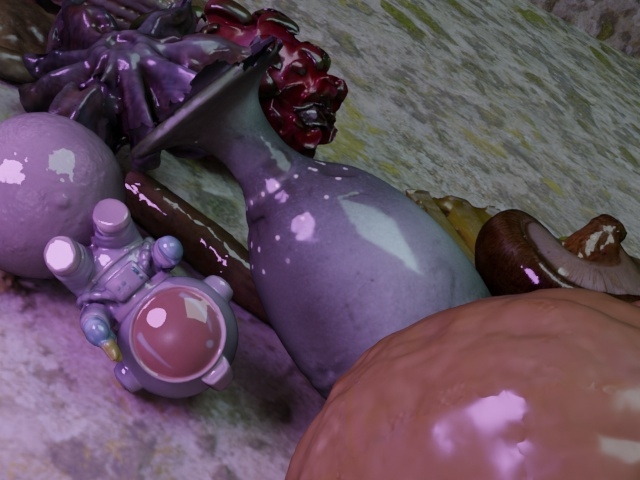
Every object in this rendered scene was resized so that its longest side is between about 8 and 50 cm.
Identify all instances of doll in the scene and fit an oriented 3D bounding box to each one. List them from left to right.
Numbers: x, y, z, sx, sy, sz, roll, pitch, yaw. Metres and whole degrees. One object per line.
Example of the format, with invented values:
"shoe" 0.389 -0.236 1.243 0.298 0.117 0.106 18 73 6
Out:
"doll" -0.180 0.022 0.783 0.287 0.151 0.151 45 29 5

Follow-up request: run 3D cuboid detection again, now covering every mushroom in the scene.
"mushroom" 0.273 0.059 1.030 0.231 0.138 0.194 27 40 9

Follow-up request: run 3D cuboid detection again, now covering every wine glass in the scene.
"wine glass" 0.000 -0.002 0.824 0.357 0.190 0.190 51 26 -12

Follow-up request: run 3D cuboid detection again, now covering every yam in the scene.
"yam" -0.114 0.010 0.952 0.241 0.056 0.057 36 28 7

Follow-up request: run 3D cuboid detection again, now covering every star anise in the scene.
"star anise" -0.195 -0.171 1.001 0.316 0.139 0.359 26 50 15

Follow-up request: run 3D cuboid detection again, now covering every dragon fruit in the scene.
"dragon fruit" -0.106 -0.200 1.150 0.273 0.218 0.198 18 -6 -18

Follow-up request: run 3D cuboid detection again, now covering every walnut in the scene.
"walnut" 0.164 0.202 0.612 0.384 0.383 0.383 26 29 -16

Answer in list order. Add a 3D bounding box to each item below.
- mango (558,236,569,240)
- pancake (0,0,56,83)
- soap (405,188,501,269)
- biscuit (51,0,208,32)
"mango" 0.376 0.065 1.361 0.117 0.089 0.163 33 39 -19
"pancake" -0.382 -0.266 1.102 0.222 0.042 0.236 -3 46 -52
"soap" 0.227 0.073 1.175 0.199 0.091 0.315 7 39 -40
"biscuit" -0.308 -0.346 1.226 0.426 0.078 0.144 19 22 -34
